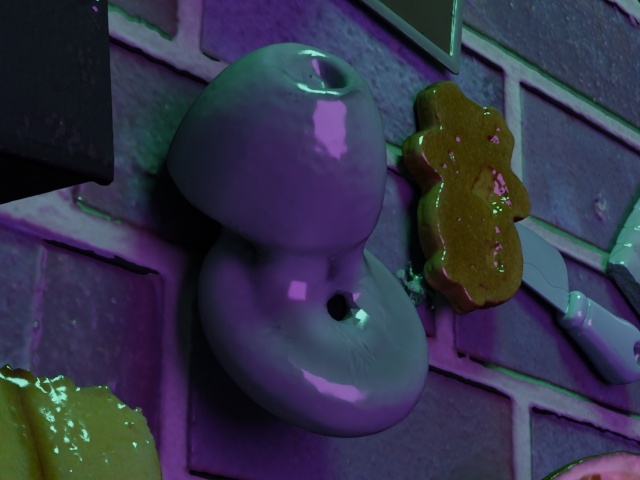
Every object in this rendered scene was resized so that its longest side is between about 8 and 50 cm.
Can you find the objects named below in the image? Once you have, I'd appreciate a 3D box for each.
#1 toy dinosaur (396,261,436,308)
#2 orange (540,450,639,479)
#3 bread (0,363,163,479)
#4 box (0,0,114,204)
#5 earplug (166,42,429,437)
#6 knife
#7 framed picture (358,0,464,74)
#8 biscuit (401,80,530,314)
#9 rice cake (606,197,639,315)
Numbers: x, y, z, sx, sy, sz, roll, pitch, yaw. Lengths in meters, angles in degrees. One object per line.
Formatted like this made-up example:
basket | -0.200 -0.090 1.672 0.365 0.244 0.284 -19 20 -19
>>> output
toy dinosaur | 0.093 0.055 1.634 0.062 0.021 0.083 49 40 -47
orange | 0.248 0.344 1.553 0.310 0.274 0.274 -48 127 2
bread | -0.162 0.231 1.086 0.233 0.245 0.362 32 59 -41
box | -0.290 -0.200 1.085 0.251 0.204 0.345 15 67 -49
earplug | -0.010 0.002 1.395 0.214 0.175 0.326 -20 95 -50
knife | 0.250 0.046 1.824 0.331 0.044 0.080 42 51 -31
framed picture | 0.084 -0.330 1.751 0.216 0.016 0.273 32 54 -41
biscuit | 0.146 -0.038 1.708 0.184 0.035 0.249 23 55 -42
rice cake | 0.417 0.043 2.031 0.198 0.037 0.189 57 42 -22
